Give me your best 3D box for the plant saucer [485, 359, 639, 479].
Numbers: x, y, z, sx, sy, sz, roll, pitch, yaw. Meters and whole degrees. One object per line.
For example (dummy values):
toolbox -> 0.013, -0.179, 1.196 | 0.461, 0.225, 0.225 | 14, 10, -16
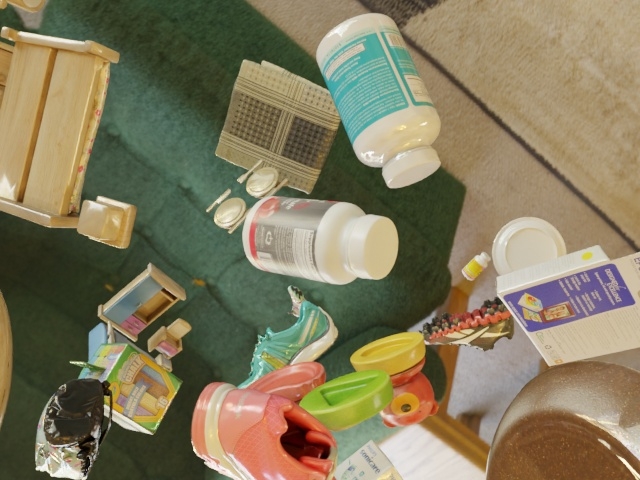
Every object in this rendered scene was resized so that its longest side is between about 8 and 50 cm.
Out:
plant saucer -> 0.161, 0.173, 0.381 | 0.036, 0.198, 0.198 | 1, 133, -29

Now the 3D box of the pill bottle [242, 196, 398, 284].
pill bottle -> 0.000, 0.000, 1.389 | 0.319, 0.176, 0.176 | 8, 126, 37

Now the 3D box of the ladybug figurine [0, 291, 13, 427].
ladybug figurine -> -0.428, 0.185, 0.523 | 0.305, 0.449, 0.161 | 21, 144, 2

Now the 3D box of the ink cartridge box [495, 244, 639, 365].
ink cartridge box -> 0.585, 0.142, 1.381 | 0.307, 0.072, 0.303 | -22, 126, 28

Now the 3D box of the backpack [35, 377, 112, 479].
backpack -> -0.450, 0.349, 1.154 | 0.115, 0.151, 0.182 | 17, 129, -6

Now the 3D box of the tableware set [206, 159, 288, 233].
tableware set -> -0.172, -0.097, 1.534 | 0.128, 0.194, 0.039 | 39, 170, 42

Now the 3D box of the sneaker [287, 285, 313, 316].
sneaker -> -0.067, 0.170, 1.679 | 0.069, 0.038, 0.098 | -37, 96, 29

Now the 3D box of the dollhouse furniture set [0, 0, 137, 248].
dollhouse furniture set -> -0.290, -0.179, 0.760 | 0.356, 0.174, 0.303 | 17, 95, 24

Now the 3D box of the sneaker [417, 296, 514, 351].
sneaker -> 0.415, 0.258, 1.788 | 0.276, 0.097, 0.135 | -19, 104, 13

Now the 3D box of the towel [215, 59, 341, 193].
towel -> -0.120, -0.329, 1.841 | 0.324, 0.056, 0.312 | 23, 115, 2

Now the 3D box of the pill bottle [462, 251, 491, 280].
pill bottle -> 0.446, 0.072, 1.820 | 0.043, 0.043, 0.083 | 37, 116, -6

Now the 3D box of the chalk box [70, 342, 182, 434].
chalk box -> -0.437, 0.305, 1.380 | 0.132, 0.132, 0.213 | -7, 137, 44

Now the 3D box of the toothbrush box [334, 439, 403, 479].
toothbrush box -> 0.071, 0.627, 1.405 | 0.296, 0.126, 0.216 | -36, 110, -9

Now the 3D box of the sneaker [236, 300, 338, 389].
sneaker -> -0.094, 0.235, 1.292 | 0.110, 0.275, 0.107 | 50, 168, -3

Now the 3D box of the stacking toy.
stacking toy -> 0.018, 0.267, 0.961 | 0.309, 0.279, 0.130 | -19, 94, 18

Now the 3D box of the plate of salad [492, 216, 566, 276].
plate of salad -> 0.561, 0.037, 1.722 | 0.200, 0.048, 0.199 | 0, 85, 0

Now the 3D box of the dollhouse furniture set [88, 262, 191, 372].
dollhouse furniture set -> -0.433, 0.266, 1.692 | 0.198, 0.303, 0.286 | -39, 124, 8

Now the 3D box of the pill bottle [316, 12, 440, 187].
pill bottle -> 0.102, -0.222, 1.040 | 0.146, 0.146, 0.264 | -30, 73, 33

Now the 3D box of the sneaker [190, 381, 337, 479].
sneaker -> -0.029, 0.289, 0.795 | 0.136, 0.115, 0.313 | -9, 133, 29
